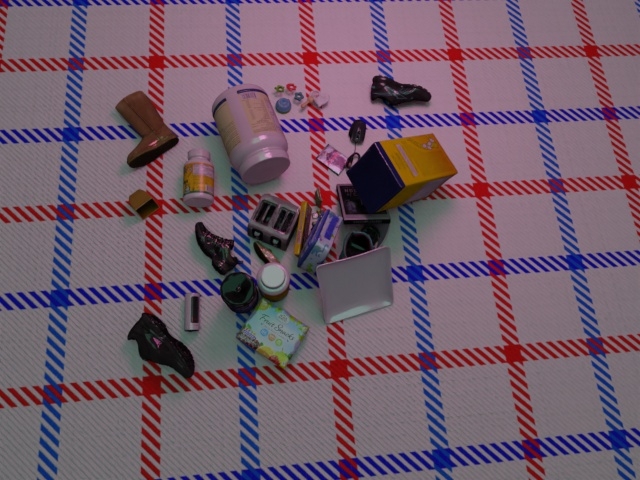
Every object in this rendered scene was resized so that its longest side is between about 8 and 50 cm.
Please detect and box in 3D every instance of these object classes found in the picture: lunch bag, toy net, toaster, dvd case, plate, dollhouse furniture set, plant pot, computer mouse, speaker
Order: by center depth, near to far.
[{"bbox_3d":[0.000,0.000,1.707,0.090,0.176,0.219,29,44,-6],"label":"lunch bag"},{"bbox_3d":[-0.466,0.262,1.709,0.055,0.055,0.136,-2,73,-5],"label":"speaker"},{"bbox_3d":[0.126,0.157,1.712,0.277,0.278,0.045,-15,34,-9],"label":"plate"},{"bbox_3d":[-0.171,-0.075,1.803,0.167,0.110,0.186,23,73,2],"label":"toaster"},{"bbox_3d":[-0.685,-0.147,1.803,0.081,0.081,0.083,-40,70,-14],"label":"plant pot"},{"bbox_3d":[0.163,-0.146,1.829,0.179,0.030,0.239,-2,42,-5],"label":"dvd case"},{"bbox_3d":[-0.018,-0.128,1.849,0.058,0.076,0.152,-11,75,-6],"label":"dollhouse furniture set"},{"bbox_3d":[0.053,-0.335,1.948,0.119,0.013,0.087,38,74,8],"label":"dvd case"},{"bbox_3d":[0.148,-0.405,1.954,0.071,0.041,0.242,12,70,-6],"label":"computer mouse"},{"bbox_3d":[-0.078,-0.608,2.006,0.232,0.045,0.122,-5,72,-7],"label":"toy net"}]

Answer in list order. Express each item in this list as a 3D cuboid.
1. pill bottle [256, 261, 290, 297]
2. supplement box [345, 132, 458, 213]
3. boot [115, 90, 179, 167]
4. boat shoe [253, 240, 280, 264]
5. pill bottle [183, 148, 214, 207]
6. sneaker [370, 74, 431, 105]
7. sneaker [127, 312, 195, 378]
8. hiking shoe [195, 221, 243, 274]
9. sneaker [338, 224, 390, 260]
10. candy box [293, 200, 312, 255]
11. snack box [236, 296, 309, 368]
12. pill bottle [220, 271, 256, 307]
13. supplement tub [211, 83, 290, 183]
[{"bbox_3d":[-0.168,0.147,1.681,0.117,0.215,0.118,1,74,-4],"label":"pill bottle"},{"bbox_3d":[0.309,-0.257,1.776,0.356,0.194,0.195,-17,73,-40],"label":"supplement box"},{"bbox_3d":[-0.734,-0.444,1.887,0.236,0.089,0.270,-37,79,-24],"label":"boot"},{"bbox_3d":[-0.205,0.054,1.798,0.045,0.050,0.135,-28,72,-36],"label":"boat shoe"},{"bbox_3d":[-0.472,-0.244,1.826,0.117,0.118,0.209,-2,74,-5],"label":"pill bottle"},{"bbox_3d":[0.343,-0.627,2.030,0.267,0.101,0.106,14,95,-1],"label":"sneaker"},{"bbox_3d":[-0.557,0.387,1.651,0.286,0.109,0.130,42,84,15],"label":"sneaker"},{"bbox_3d":[-0.388,0.017,1.784,0.114,0.086,0.227,-30,83,-26],"label":"hiking shoe"},{"bbox_3d":[0.173,-0.007,1.773,0.123,0.178,0.296,37,74,7],"label":"sneaker"},{"bbox_3d":[-0.066,-0.038,1.791,0.027,0.105,0.206,7,79,9],"label":"candy box"},{"bbox_3d":[-0.171,0.333,1.697,0.207,0.070,0.175,34,74,1],"label":"snack box"},{"bbox_3d":[-0.280,0.191,1.657,0.122,0.219,0.123,1,73,-4],"label":"pill bottle"},{"bbox_3d":[-0.266,-0.409,1.829,0.235,0.235,0.325,-20,76,-10],"label":"supplement tub"}]
